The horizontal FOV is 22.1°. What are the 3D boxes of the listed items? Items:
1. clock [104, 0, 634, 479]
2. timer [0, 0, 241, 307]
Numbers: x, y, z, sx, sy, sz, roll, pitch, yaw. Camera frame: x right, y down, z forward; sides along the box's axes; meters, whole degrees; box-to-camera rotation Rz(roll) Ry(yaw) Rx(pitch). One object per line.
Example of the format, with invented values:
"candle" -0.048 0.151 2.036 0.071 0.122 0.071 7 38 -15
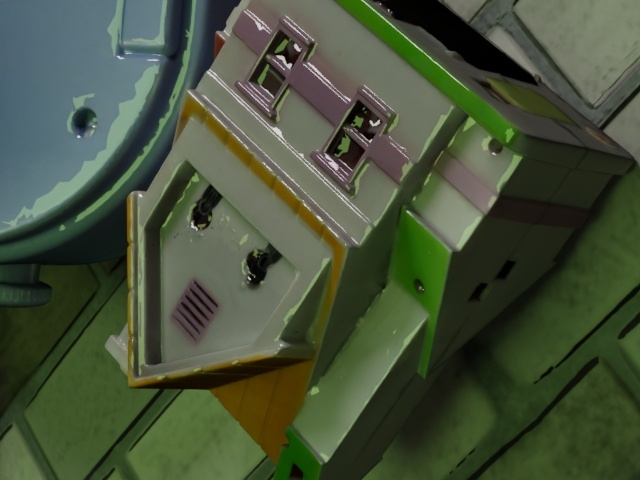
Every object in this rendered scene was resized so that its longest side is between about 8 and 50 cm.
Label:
"clock" 0.000 0.000 1.007 0.235 0.166 0.309 45 111 30
"timer" -0.207 -0.142 1.157 0.395 0.173 0.395 -1 88 26
